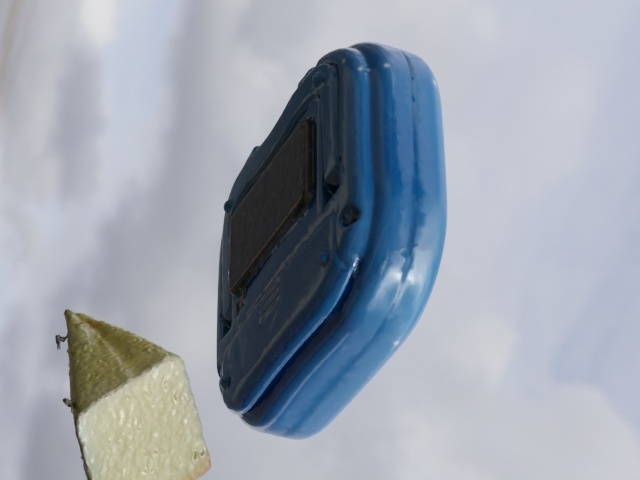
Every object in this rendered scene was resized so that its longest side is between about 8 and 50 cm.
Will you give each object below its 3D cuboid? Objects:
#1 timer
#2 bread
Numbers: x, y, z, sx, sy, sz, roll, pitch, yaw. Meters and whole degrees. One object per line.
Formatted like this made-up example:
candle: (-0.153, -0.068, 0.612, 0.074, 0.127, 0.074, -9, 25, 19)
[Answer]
timer: (0.000, 0.000, 1.824, 0.340, 0.115, 0.309, 128, -30, -47)
bread: (-0.121, 0.087, 1.015, 0.109, 0.080, 0.084, 19, -52, 42)
